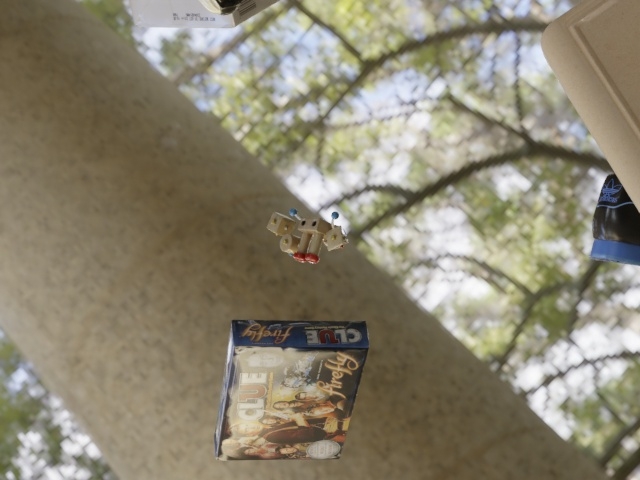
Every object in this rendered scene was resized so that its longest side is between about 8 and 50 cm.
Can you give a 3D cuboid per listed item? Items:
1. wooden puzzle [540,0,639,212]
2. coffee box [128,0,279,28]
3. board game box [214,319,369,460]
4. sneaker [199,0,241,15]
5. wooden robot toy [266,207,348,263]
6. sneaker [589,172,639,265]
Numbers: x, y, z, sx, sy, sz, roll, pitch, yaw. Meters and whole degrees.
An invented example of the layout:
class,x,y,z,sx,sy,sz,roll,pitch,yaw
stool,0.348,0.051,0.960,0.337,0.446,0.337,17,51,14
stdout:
class,x,y,z,sx,sy,sz,roll,pitch,yaw
wooden puzzle,0.322,-0.153,1.218,0.238,0.221,0.044,-37,-34,19
coffee box,-0.075,-0.309,1.551,0.246,0.141,0.098,-39,-54,-43
board game box,-0.040,0.189,1.843,0.165,0.042,0.243,1,-41,-9
sneaker,-0.124,-0.264,1.326,0.057,0.161,0.075,-24,-5,-42
wooden robot toy,0.000,0.000,2.170,0.079,0.173,0.076,19,-99,-40
sneaker,0.367,-0.013,1.525,0.232,0.081,0.090,8,-89,-41
